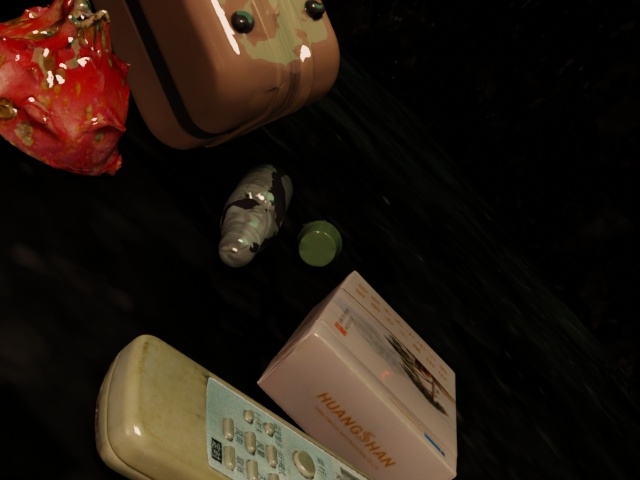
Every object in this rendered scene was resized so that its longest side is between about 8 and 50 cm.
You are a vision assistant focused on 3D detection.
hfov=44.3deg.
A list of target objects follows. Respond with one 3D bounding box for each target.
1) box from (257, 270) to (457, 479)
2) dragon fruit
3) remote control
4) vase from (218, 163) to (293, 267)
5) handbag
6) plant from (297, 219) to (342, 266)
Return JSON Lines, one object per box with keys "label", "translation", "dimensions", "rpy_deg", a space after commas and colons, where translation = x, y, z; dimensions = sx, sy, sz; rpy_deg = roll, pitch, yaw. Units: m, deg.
{"label": "box", "translation": [0.044, 0.117, 0.668], "dimensions": [0.149, 0.067, 0.233], "rpy_deg": [43, 13, 1]}
{"label": "dragon fruit", "translation": [-0.193, -0.133, 0.620], "dimensions": [0.153, 0.111, 0.153], "rpy_deg": [41, 20, -19]}
{"label": "remote control", "translation": [-0.029, 0.144, 0.474], "dimensions": [0.233, 0.038, 0.098], "rpy_deg": [40, 17, -24]}
{"label": "vase", "translation": [-0.064, -0.023, 0.761], "dimensions": [0.060, 0.060, 0.211], "rpy_deg": [43, 17, -11]}
{"label": "handbag", "translation": [-0.138, -0.238, 0.796], "dimensions": [0.149, 0.283, 0.301], "rpy_deg": [-26, 93, -33]}
{"label": "plant", "translation": [0.000, 0.000, 0.893], "dimensions": [0.051, 0.051, 0.102], "rpy_deg": [44, 10, -6]}
